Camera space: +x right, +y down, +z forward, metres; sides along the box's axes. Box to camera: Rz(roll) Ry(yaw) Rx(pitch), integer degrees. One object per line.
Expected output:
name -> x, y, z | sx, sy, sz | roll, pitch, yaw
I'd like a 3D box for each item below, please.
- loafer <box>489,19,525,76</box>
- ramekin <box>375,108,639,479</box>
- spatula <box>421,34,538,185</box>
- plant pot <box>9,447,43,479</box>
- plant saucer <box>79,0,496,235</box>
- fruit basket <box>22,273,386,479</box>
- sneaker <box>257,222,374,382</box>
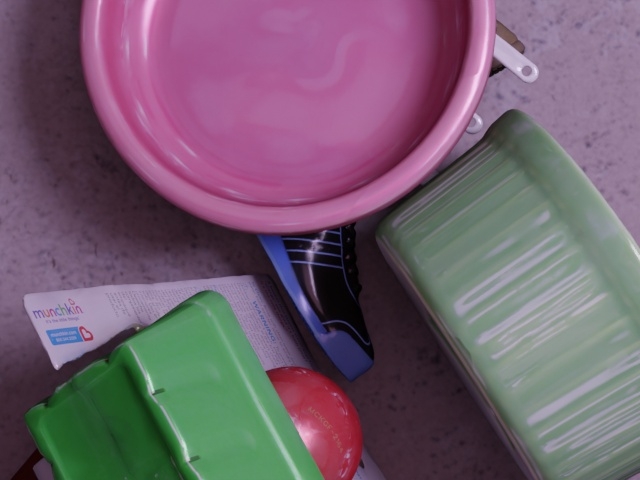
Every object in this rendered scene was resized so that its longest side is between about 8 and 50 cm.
loafer -> 0.102, -0.145, 1.513 | 0.148, 0.056, 0.050 | -27, 83, -11
ramekin -> 0.171, 0.063, 1.388 | 0.148, 0.303, 0.303 | -33, 90, -1
spatula -> 0.052, -0.165, 1.472 | 0.242, 0.019, 0.168 | 40, 94, 8
plant pot -> -0.195, 0.339, 1.349 | 0.267, 0.236, 0.267 | 41, 82, -3
plant saucer -> -0.024, -0.165, 1.419 | 0.332, 0.084, 0.332 | -1, 81, 8
fruit basket -> -0.054, 0.174, 1.319 | 0.165, 0.353, 0.327 | -34, 77, 18
sneaker -> 0.000, 0.000, 1.474 | 0.090, 0.081, 0.232 | -28, 88, -1
